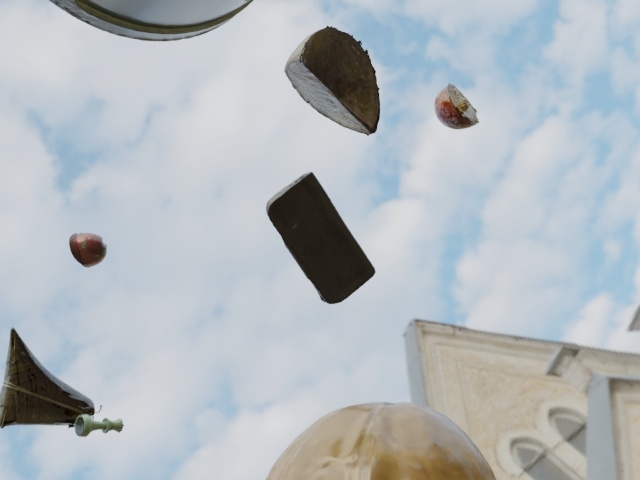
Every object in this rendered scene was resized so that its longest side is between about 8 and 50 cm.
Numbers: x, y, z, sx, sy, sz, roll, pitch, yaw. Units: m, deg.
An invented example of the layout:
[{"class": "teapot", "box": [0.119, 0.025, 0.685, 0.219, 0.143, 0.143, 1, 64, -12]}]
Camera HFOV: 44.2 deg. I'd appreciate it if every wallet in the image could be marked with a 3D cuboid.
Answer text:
[{"class": "wallet", "box": [0.000, 0.000, 0.958, 0.082, 0.018, 0.156, -38, -75, -15]}]

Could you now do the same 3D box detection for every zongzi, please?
[{"class": "zongzi", "box": [-0.506, 0.263, 1.496, 0.187, 0.084, 0.184, 9, -89, -28]}]

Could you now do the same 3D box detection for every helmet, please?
[{"class": "helmet", "box": [-0.419, 0.014, 1.446, 0.049, 0.065, 0.084, -13, -13, 5]}]

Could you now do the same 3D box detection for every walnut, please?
[{"class": "walnut", "box": [0.037, 0.196, 0.483, 0.165, 0.165, 0.197, 23, -111, -42]}]

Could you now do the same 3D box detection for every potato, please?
[{"class": "potato", "box": [0.013, -0.295, 1.382, 0.261, 0.100, 0.120, 37, -111, -51]}]

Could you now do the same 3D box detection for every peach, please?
[{"class": "peach", "box": [0.245, -0.236, 1.451, 0.061, 0.098, 0.098, -33, -38, 32]}]

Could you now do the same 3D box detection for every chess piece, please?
[{"class": "chess piece", "box": [-0.412, 0.348, 1.487, 0.093, 0.042, 0.042, 11, -71, -43]}]

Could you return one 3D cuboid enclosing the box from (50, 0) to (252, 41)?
[{"class": "box", "box": [-0.092, -0.256, 0.497, 0.226, 0.149, 0.226, 2, -93, -32]}]
